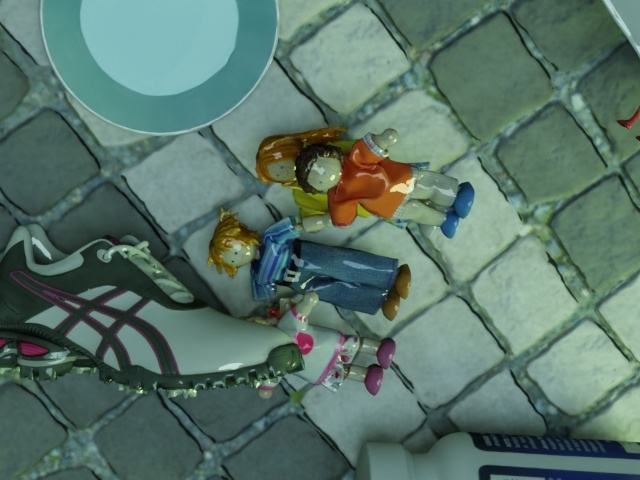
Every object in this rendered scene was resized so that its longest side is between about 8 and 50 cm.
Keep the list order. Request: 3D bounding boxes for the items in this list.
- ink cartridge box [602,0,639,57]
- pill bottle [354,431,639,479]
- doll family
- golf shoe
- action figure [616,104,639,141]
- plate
[{"bbox_3d":[0.347,-0.255,1.112,0.307,0.129,0.223,-31,96,37],"label":"ink cartridge box"},{"bbox_3d":[0.163,0.236,1.291,0.265,0.153,0.153,5,103,-5],"label":"pill bottle"},{"bbox_3d":[0.000,0.000,1.257,0.163,0.118,0.263,16,120,-14],"label":"doll family"},{"bbox_3d":[-0.142,0.056,1.212,0.273,0.105,0.120,5,93,21],"label":"golf shoe"},{"bbox_3d":[0.287,-0.134,1.273,0.038,0.030,0.115,37,94,-17],"label":"action figure"},{"bbox_3d":[-0.126,-0.176,1.234,0.188,0.024,0.188,-1,104,-5],"label":"plate"}]
